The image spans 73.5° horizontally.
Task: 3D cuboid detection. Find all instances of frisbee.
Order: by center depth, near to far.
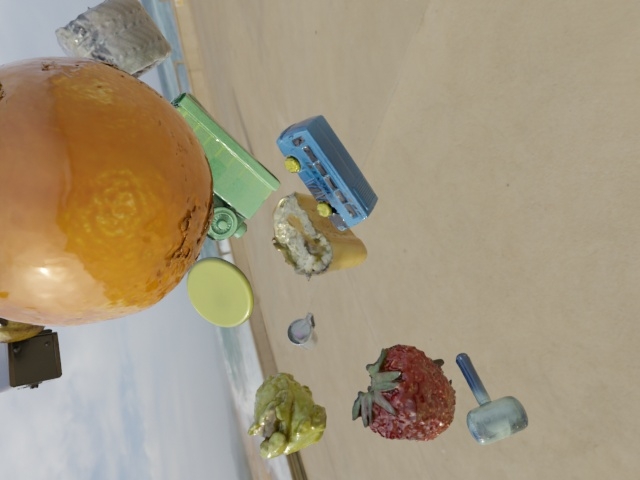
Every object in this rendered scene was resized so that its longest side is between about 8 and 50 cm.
[{"bbox_3d":[-0.307,0.160,1.288,0.017,0.236,0.236,-43,-51,-62],"label":"frisbee"}]

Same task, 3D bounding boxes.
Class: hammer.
[{"bbox_3d":[0.335,0.315,0.892,0.194,0.116,0.069,-107,-9,-50],"label":"hammer"}]

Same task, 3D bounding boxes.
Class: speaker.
[{"bbox_3d":[-1.026,0.425,1.495,0.231,0.153,0.192,-24,75,40],"label":"speaker"}]

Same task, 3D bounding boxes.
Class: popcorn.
[{"bbox_3d":[-0.122,0.584,1.454,0.235,0.242,0.250,-54,47,18],"label":"popcorn"}]

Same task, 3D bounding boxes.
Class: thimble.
[{"bbox_3d":[-0.482,-0.454,1.006,0.157,0.217,0.245,55,-163,-26],"label":"thimble"}]

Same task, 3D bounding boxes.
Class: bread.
[{"bbox_3d":[0.000,0.000,1.794,0.250,0.394,0.361,-42,66,28],"label":"bread"}]

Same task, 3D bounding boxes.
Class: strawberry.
[{"bbox_3d":[0.249,0.388,1.040,0.233,0.306,0.138,-70,20,-2],"label":"strawberry"}]

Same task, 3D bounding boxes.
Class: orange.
[{"bbox_3d":[-0.227,-0.043,0.401,0.246,0.246,0.246,167,90,-74],"label":"orange"}]

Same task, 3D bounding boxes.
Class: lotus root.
[{"bbox_3d":[-0.969,0.237,1.356,0.314,0.141,0.169,33,-110,-72],"label":"lotus root"}]

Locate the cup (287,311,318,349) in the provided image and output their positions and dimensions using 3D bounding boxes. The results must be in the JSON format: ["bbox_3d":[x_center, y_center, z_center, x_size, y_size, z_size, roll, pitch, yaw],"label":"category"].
[{"bbox_3d":[-0.042,0.267,1.263,0.116,0.074,0.104,61,-132,-61],"label":"cup"}]

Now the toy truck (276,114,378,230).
[{"bbox_3d":[0.025,-0.225,1.416,0.162,0.161,0.385,-23,111,38],"label":"toy truck"}]

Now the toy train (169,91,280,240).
[{"bbox_3d":[-0.235,-0.134,0.868,0.301,0.202,0.120,42,171,-32],"label":"toy train"}]
